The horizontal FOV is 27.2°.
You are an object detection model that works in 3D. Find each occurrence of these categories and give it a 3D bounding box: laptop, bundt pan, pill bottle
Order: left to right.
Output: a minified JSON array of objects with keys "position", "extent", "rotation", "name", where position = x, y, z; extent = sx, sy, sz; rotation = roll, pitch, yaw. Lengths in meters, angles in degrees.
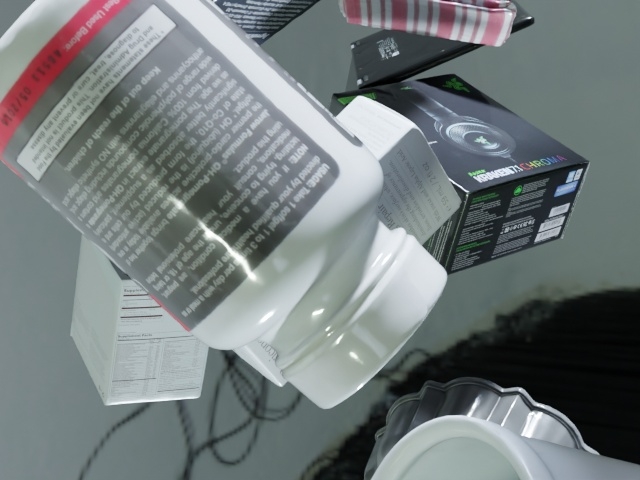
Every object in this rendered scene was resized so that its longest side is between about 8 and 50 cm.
[{"position":[-0.070,-0.039,0.900],"extent":[0.318,0.176,0.176],"rotation":[43,54,-5],"name":"pill bottle"},{"position":[0.147,-0.190,2.040],"extent":[0.382,0.408,0.236],"rotation":[-93,159,-72],"name":"laptop"},{"position":[0.197,0.345,1.681],"extent":[0.124,0.331,0.331],"rotation":[-47,127,-51],"name":"bundt pan"}]

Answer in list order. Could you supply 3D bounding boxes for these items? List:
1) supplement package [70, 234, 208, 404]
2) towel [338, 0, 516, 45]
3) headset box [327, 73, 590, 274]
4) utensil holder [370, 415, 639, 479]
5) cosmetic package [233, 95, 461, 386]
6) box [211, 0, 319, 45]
[{"position":[-0.256,0.095,1.902],"extent":[0.149,0.194,0.203],"rotation":[-2,119,-26],"name":"supplement package"},{"position":[0.117,-0.258,1.469],"extent":[0.144,0.197,0.029],"rotation":[59,41,-86],"name":"towel"},{"position":[0.165,-0.101,1.770],"extent":[0.246,0.283,0.131],"rotation":[-14,131,-39],"name":"headset box"},{"position":[0.266,0.379,1.383],"extent":[0.385,0.327,0.328],"rotation":[17,78,-31],"name":"utensil holder"},{"position":[0.000,0.000,1.128],"extent":[0.231,0.085,0.117],"rotation":[-46,134,-10],"name":"cosmetic package"},{"position":[-0.172,-0.524,1.797],"extent":[0.480,0.472,0.297],"rotation":[61,27,8],"name":"box"}]
